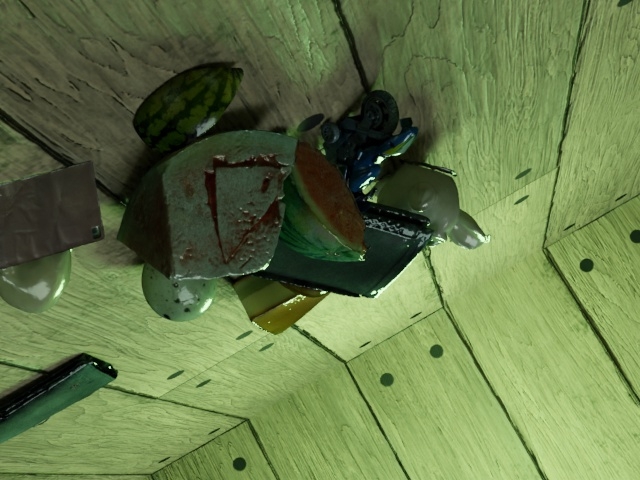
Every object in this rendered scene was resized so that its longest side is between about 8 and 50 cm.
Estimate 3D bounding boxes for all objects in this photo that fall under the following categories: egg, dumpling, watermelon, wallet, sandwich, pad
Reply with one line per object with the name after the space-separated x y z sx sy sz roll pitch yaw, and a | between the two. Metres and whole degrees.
-0.244 0.065 1.767 0.131 0.131 0.164 -26 140 -12 | egg
-0.387 0.021 1.423 0.155 0.111 0.181 -57 -167 -9 | dumpling
-0.169 -0.155 1.306 0.163 0.069 0.087 -34 163 24 | watermelon
-0.609 0.353 2.133 0.379 0.046 0.191 -30 165 -2 | wallet
-0.066 0.109 2.212 0.186 0.108 0.220 -30 162 3 | sandwich
-0.042 -0.044 1.617 0.146 0.231 0.128 -26 179 34 | watermelon
-0.371 -0.028 1.329 0.188 0.006 0.113 -20 118 -33 | pad
0.000 0.000 1.854 0.342 0.075 0.237 12 138 -23 | wallet
-0.158 -0.025 1.488 0.213 0.201 0.261 -7 158 -34 | watermelon

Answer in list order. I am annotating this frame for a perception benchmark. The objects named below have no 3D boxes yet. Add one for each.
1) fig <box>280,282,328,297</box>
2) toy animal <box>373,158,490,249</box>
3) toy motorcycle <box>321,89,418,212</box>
-0.041 0.047 2.005 0.186 0.142 0.148 -22 161 -26 | fig
0.210 -0.061 2.013 0.325 0.208 0.154 18 91 -56 | toy animal
0.064 -0.131 1.656 0.092 0.135 0.254 -15 159 -41 | toy motorcycle
